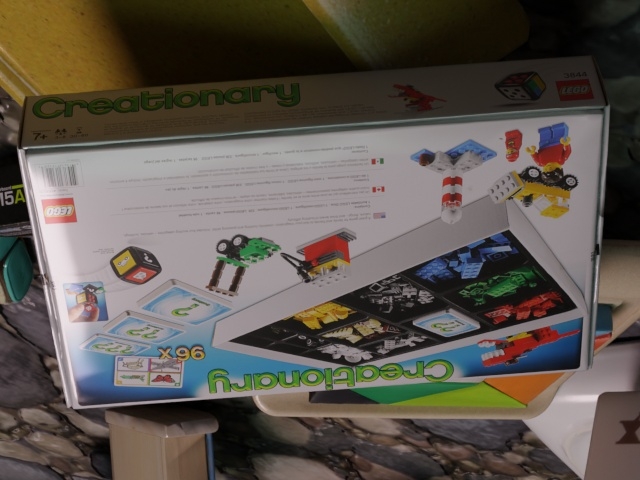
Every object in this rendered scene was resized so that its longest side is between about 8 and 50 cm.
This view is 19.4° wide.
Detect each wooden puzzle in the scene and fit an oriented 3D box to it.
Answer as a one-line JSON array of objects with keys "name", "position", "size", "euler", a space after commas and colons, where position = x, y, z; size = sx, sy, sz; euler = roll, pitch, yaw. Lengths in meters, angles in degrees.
[{"name": "wooden puzzle", "position": [0.084, 0.067, 1.201], "size": [0.221, 0.044, 0.239], "euler": [2, 153, -14]}]

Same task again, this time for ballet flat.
[{"name": "ballet flat", "position": [-0.242, -0.004, 1.353], "size": [0.052, 0.057, 0.168], "euler": [23, 149, 8]}]

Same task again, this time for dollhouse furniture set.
[{"name": "dollhouse furniture set", "position": [-0.032, 0.229, 1.617], "size": [0.303, 0.198, 0.286], "euler": [-4, -178, -27]}]

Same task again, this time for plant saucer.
[{"name": "plant saucer", "position": [-0.105, -0.159, 1.015], "size": [0.332, 0.081, 0.333], "euler": [-7, 142, 34]}]

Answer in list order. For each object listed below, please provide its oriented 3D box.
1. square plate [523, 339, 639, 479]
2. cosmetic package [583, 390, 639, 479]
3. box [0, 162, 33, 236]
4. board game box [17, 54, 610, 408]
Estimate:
[{"name": "square plate", "position": [0.341, 0.174, 1.364], "size": [0.347, 0.049, 0.344], "euler": [-9, 140, 36]}, {"name": "cosmetic package", "position": [0.364, 0.283, 1.325], "size": [0.230, 0.161, 0.453], "euler": [-4, 143, 31]}, {"name": "box", "position": [-0.099, -0.030, 1.166], "size": [0.190, 0.045, 0.184], "euler": [-8, 177, 35]}, {"name": "board game box", "position": [0.000, 0.000, 1.031], "size": [0.305, 0.053, 0.193], "euler": [-4, 131, -1]}]
